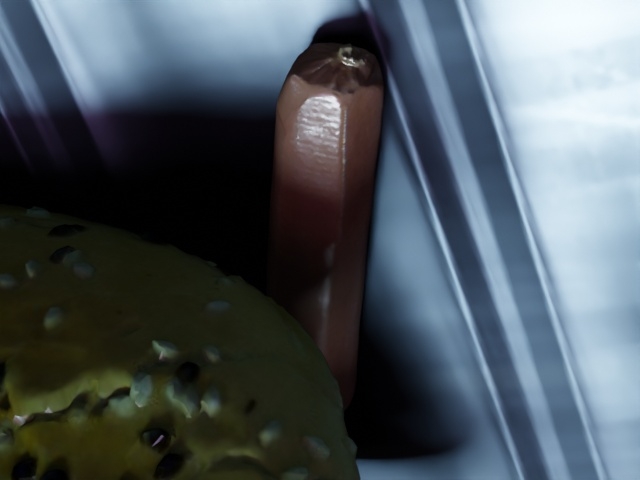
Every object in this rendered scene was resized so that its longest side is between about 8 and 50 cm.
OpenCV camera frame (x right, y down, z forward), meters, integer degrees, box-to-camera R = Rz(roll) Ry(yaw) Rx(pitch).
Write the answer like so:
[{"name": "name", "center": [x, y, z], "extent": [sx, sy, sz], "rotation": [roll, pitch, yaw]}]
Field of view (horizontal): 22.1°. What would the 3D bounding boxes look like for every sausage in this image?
[{"name": "sausage", "center": [0.000, 0.000, 0.520], "extent": [0.035, 0.030, 0.147], "rotation": [9, 128, 9]}]

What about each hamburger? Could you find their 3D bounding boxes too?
[{"name": "hamburger", "center": [-0.094, 0.087, 0.522], "extent": [0.288, 0.192, 0.168], "rotation": [0, 140, 18]}]
